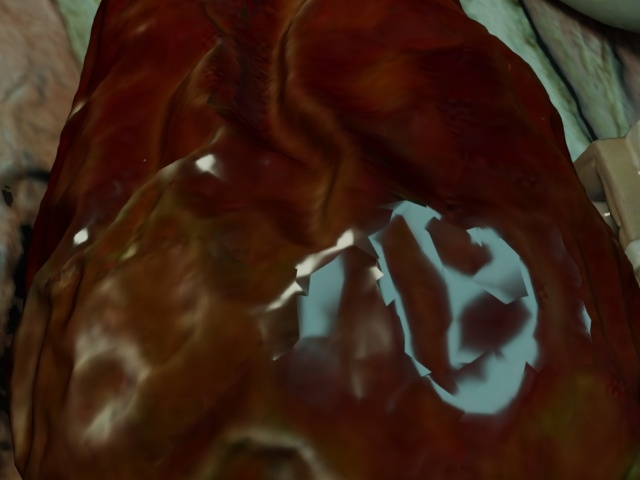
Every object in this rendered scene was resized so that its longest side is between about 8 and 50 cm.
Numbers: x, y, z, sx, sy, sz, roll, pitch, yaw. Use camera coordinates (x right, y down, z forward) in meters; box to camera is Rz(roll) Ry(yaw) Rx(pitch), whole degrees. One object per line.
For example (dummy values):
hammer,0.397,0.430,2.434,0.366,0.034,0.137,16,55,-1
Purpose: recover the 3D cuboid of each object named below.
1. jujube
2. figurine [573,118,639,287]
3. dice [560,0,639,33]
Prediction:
jujube,0.000,0.000,0.474,0.216,0.216,0.342,20,36,-28
figurine,0.197,0.052,0.654,0.162,0.141,0.236,-9,66,-12
dice,0.227,-0.334,0.814,0.304,0.304,0.277,27,46,-22
